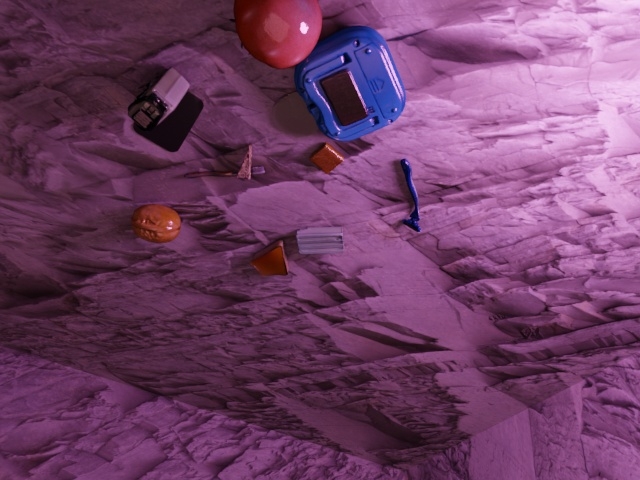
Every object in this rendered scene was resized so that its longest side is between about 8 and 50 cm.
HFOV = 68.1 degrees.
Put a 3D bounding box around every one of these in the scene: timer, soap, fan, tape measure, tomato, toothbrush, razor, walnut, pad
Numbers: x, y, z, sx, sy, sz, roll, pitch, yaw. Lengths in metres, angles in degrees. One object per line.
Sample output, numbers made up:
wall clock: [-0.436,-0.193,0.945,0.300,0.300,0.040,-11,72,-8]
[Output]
timer: [0.097,-0.484,1.514,0.308,0.115,0.340,-18,130,20]
soap: [0.000,0.000,2.008,0.198,0.063,0.115,-1,131,5]
fan: [-0.050,-0.482,1.598,0.182,0.010,0.310,16,132,-16]
tape measure: [-0.537,-0.441,1.514,0.207,0.235,0.115,-29,122,27]
tomato: [-0.118,-0.617,1.319,0.224,0.256,0.256,-18,131,40]
toothbrush: [-0.372,-0.258,1.823,0.320,0.023,0.031,-5,125,8]
razor: [0.350,-0.182,1.827,0.056,0.093,0.324,-32,131,-21]
walnut: [-0.673,-0.068,1.936,0.206,0.159,0.159,13,133,2]
pad: [-0.542,-0.440,1.679,0.181,0.004,0.267,30,128,-21]

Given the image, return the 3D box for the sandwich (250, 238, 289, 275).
sandwich: [-0.231,0.078,2.102,0.162,0.058,0.193,0,135,6]

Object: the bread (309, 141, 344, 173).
bread: [0.024,-0.303,1.743,0.094,0.035,0.090,37,125,-26]

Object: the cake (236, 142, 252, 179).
cake: [-0.265,-0.290,1.752,0.055,0.051,0.140,23,120,-8]
